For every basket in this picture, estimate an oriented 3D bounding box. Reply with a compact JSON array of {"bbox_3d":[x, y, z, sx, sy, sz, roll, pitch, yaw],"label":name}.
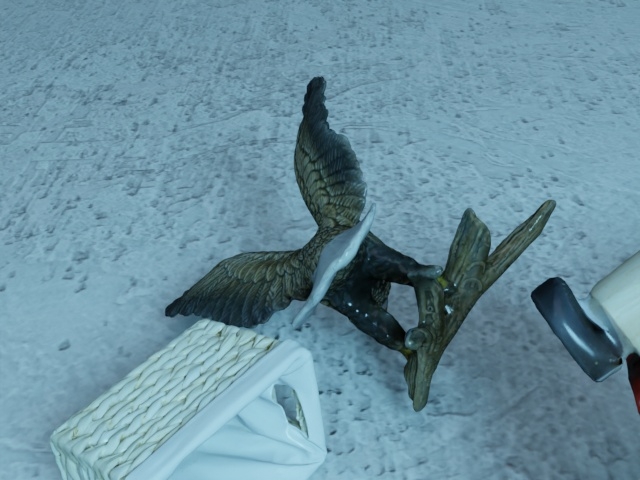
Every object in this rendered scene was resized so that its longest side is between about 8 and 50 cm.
[{"bbox_3d":[-0.088,0.145,0.610,0.103,0.113,0.167,16,38,36],"label":"basket"}]

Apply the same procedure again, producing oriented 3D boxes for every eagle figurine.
[{"bbox_3d":[0.002,0.008,0.734,0.226,0.225,0.298,-28,45,-35],"label":"eagle figurine"}]

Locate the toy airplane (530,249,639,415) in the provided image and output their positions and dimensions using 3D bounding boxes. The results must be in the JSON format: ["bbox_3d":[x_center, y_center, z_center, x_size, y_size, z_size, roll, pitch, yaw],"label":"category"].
[{"bbox_3d":[0.260,0.153,0.361,0.386,0.272,0.384,-10,39,50],"label":"toy airplane"}]
